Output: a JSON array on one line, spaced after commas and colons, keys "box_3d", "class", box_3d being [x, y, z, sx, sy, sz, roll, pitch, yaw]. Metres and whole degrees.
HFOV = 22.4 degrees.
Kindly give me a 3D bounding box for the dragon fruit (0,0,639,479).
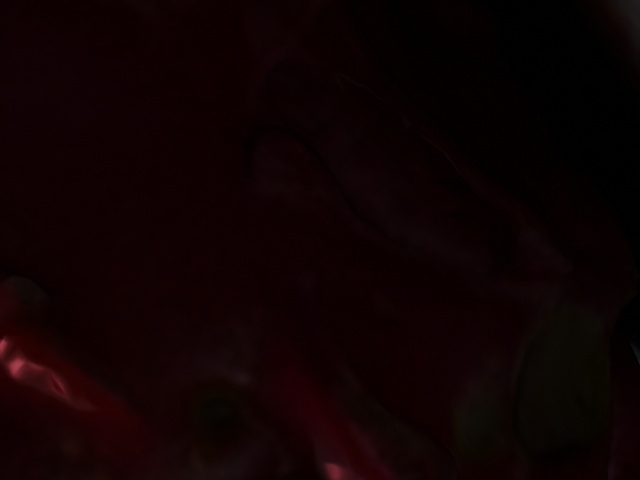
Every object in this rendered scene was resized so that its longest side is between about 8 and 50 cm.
[{"box_3d": [-0.055, 0.007, 0.475, 0.371, 0.249, 0.386, 38, -173, -21], "class": "dragon fruit"}]
